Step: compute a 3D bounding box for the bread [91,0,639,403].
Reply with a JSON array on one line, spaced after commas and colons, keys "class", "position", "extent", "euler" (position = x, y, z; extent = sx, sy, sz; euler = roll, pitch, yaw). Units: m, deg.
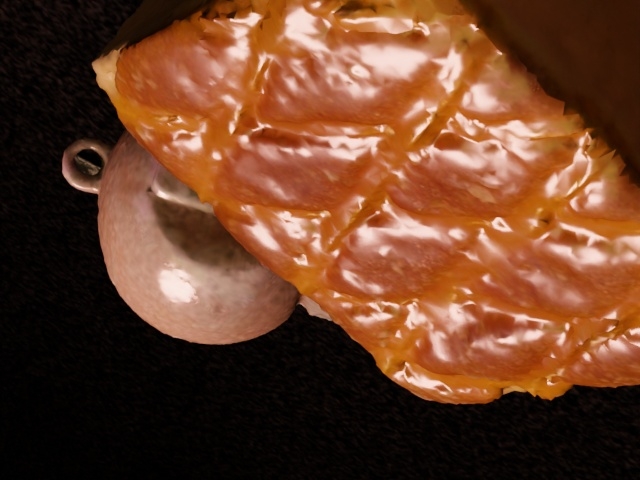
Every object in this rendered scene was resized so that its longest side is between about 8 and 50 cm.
[{"class": "bread", "position": [0.083, -0.079, 0.772], "extent": [0.279, 0.207, 0.279], "euler": [45, 151, -22]}]

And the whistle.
[{"class": "whistle", "position": [0.000, 0.000, 1.050], "extent": [0.347, 0.189, 0.189], "euler": [18, 152, -2]}]

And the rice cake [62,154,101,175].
[{"class": "rice cake", "position": [-0.151, -0.034, 1.283], "extent": [0.121, 0.021, 0.022], "euler": [27, 162, 9]}]
